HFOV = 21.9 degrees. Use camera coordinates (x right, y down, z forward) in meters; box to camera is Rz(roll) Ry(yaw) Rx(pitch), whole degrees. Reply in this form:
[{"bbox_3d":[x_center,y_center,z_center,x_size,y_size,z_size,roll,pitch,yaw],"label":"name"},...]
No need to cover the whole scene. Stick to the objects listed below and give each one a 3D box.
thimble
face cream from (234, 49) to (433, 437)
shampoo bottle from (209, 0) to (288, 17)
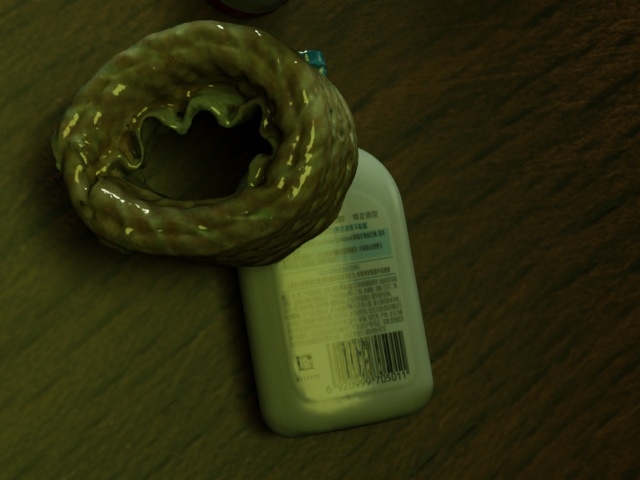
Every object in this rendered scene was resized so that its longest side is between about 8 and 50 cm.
[{"bbox_3d":[-0.089,-0.071,1.380,0.229,0.148,0.196,-27,75,11],"label":"thimble"},{"bbox_3d":[0.000,0.000,1.480,0.163,0.080,0.337,-10,88,-17],"label":"face cream"},{"bbox_3d":[-0.027,-0.265,1.390,0.104,0.278,0.104,2,84,-18],"label":"shampoo bottle"}]
